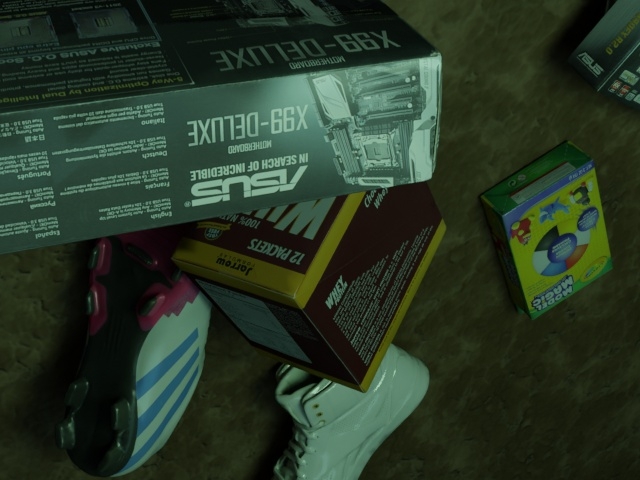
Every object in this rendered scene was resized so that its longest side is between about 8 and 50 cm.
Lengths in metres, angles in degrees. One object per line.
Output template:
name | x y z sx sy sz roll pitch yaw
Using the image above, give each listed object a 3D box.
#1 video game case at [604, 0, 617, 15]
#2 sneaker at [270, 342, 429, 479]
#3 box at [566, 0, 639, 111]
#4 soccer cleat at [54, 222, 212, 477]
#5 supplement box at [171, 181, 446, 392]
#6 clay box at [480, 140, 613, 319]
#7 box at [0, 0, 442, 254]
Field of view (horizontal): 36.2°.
video game case | 0.384 -0.312 0.986 0.204 0.025 0.285 -26 146 -12
sneaker | -0.019 0.223 1.139 0.169 0.108 0.292 36 90 -41
box | 0.392 -0.217 1.038 0.231 0.056 0.183 10 128 -47
soccer cleat | -0.160 0.071 0.951 0.143 0.116 0.331 -11 125 -65
supplement box | 0.000 0.000 0.892 0.191 0.129 0.194 -62 148 -20
clay box | 0.279 0.002 1.179 0.127 0.053 0.222 -32 132 -6
box | -0.122 -0.096 0.532 0.307 0.242 0.076 -11 126 -18
